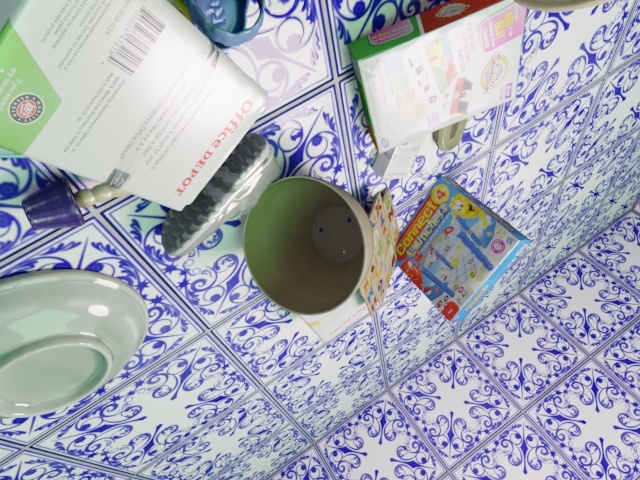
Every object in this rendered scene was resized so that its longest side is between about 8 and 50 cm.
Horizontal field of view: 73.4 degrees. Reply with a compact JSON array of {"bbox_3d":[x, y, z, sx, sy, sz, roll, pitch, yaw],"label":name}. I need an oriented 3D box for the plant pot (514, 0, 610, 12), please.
[{"bbox_3d":[0.339,-0.540,0.542,0.305,0.334,0.334,24,111,-43],"label":"plant pot"}]

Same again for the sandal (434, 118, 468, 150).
[{"bbox_3d":[0.349,-0.334,1.021,0.120,0.086,0.303,-29,144,-16],"label":"sandal"}]

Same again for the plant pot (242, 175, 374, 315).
[{"bbox_3d":[0.000,0.000,0.940,0.284,0.284,0.191,-57,163,23],"label":"plant pot"}]

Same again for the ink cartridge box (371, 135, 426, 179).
[{"bbox_3d":[0.188,-0.213,1.036,0.088,0.052,0.123,-10,134,-36],"label":"ink cartridge box"}]

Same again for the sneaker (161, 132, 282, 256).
[{"bbox_3d":[-0.178,-0.065,0.813,0.281,0.105,0.115,-43,145,3],"label":"sneaker"}]

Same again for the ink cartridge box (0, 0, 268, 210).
[{"bbox_3d":[-0.216,-0.170,0.471,0.198,0.115,0.273,-49,153,9],"label":"ink cartridge box"}]

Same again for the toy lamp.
[{"bbox_3d":[-0.316,-0.086,0.686,0.274,0.080,0.080,-24,142,-22],"label":"toy lamp"}]

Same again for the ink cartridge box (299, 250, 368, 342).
[{"bbox_3d":[0.024,0.129,1.195,0.226,0.131,0.306,-37,147,-6],"label":"ink cartridge box"}]

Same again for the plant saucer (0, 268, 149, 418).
[{"bbox_3d":[-0.526,0.233,0.826,0.400,0.100,0.401,-25,143,-20],"label":"plant saucer"}]

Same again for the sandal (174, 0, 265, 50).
[{"bbox_3d":[-0.132,-0.364,0.499,0.126,0.138,0.317,-29,142,-13],"label":"sandal"}]

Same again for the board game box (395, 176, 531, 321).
[{"bbox_3d":[0.388,0.023,1.266,0.086,0.302,0.308,4,126,-45],"label":"board game box"}]

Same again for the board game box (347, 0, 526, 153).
[{"bbox_3d":[0.234,-0.331,0.852,0.316,0.064,0.242,-21,144,4],"label":"board game box"}]

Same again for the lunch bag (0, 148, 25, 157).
[{"bbox_3d":[-0.327,-0.227,0.491,0.224,0.108,0.279,-12,139,-43],"label":"lunch bag"}]

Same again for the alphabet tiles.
[{"bbox_3d":[0.164,0.036,1.179,0.343,0.011,0.285,63,43,-54],"label":"alphabet tiles"}]
